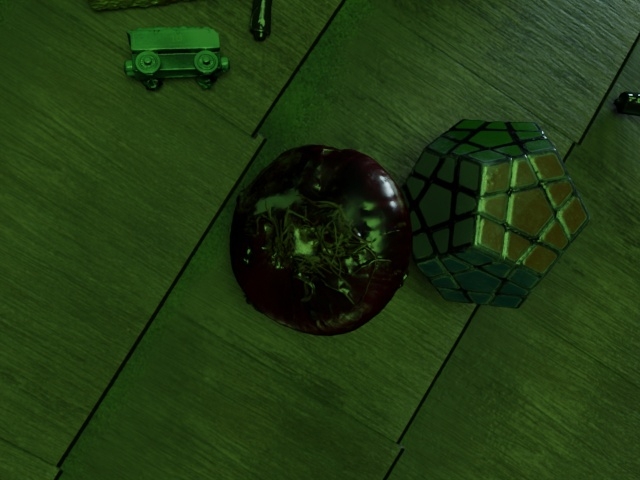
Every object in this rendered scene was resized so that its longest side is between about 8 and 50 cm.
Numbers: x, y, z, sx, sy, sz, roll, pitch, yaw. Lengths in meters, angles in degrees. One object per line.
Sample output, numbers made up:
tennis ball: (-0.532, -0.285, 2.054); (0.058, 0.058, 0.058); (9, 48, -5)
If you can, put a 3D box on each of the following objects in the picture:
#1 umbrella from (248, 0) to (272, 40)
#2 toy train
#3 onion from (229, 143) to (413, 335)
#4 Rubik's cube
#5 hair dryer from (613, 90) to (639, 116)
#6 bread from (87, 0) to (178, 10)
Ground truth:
umbrella: (-0.101, -0.412, 1.103); (0.036, 0.031, 0.133); (4, 89, 16)
toy train: (-0.238, -0.307, 1.060); (0.172, 0.070, 0.099); (-5, 80, -11)
onion: (0.000, 0.000, 1.027); (0.314, 0.232, 0.314); (0, 90, 22)
Rubik's cube: (0.277, -0.046, 1.051); (0.319, 0.319, 0.264); (23, 61, -10)
hair dryer: (0.705, -0.246, 1.158); (0.302, 0.244, 0.116); (6, 83, 4)
bread: (-0.251, -0.451, 1.034); (0.266, 0.142, 0.178); (-8, 51, -9)
